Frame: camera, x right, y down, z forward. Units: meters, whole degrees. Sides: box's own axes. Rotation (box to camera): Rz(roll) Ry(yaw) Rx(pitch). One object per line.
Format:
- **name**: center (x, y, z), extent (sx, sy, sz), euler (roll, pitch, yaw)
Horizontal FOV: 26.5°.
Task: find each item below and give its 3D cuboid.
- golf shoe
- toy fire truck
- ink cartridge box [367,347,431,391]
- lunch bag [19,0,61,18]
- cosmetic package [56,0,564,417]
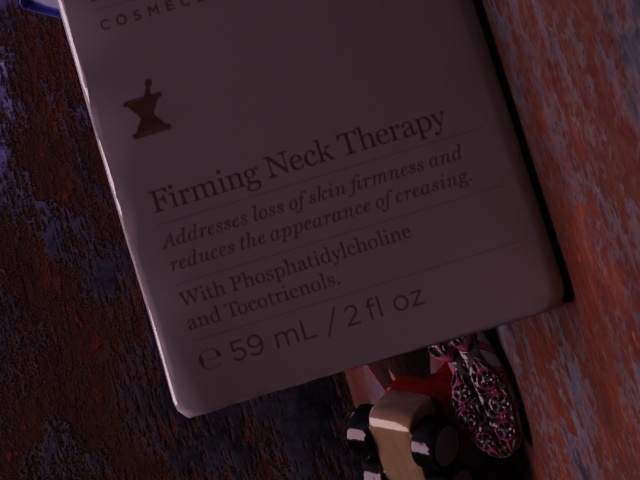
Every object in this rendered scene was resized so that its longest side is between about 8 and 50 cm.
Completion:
- **golf shoe**: center (0.170, 0.140, 1.446), extent (0.086, 0.067, 0.186), euler (-1, -117, -59)
- **toy fire truck**: center (0.150, 0.219, 1.561), extent (0.158, 0.246, 0.217), euler (4, 124, 41)
- **ink cartridge box**: center (0.068, 0.116, 1.693), extent (0.296, 0.066, 0.261), euler (57, -156, -45)
- **lunch bag**: center (-0.317, -0.522, 2.485), extent (0.328, 0.386, 0.239), euler (-81, 2, -53)
- **cosmetic package**: center (-0.020, -0.075, 1.228), extent (0.327, 0.329, 0.393), euler (114, 139, -84)
